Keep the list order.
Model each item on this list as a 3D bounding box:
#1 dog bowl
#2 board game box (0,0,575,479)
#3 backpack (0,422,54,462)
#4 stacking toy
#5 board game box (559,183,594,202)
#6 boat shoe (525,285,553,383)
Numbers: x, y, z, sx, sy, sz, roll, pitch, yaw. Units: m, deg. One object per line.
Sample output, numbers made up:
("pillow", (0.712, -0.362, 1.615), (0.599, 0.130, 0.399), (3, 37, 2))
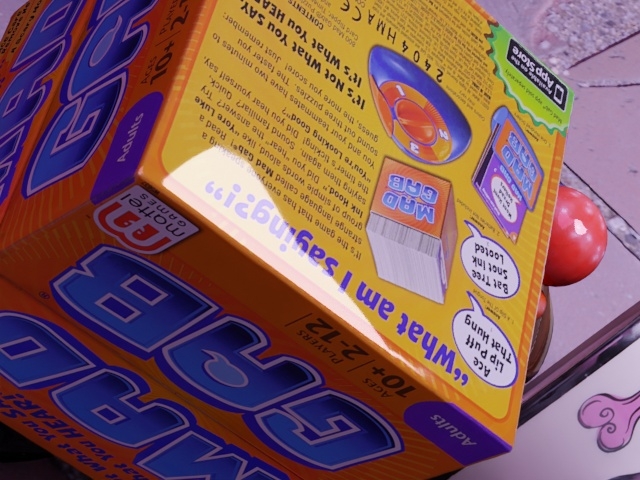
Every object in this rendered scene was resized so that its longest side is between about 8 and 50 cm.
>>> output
("dog bowl", (0.229, 0.176, 1.408), (0.408, 0.408, 0.150), (-33, 82, -34))
("board game box", (-0.067, -0.025, 1.325), (0.356, 0.356, 0.356), (38, 48, -27))
("backpack", (-0.196, 0.130, 1.477), (0.182, 0.152, 0.115), (-6, 88, -35))
("stacking toy", (0.119, 0.077, 1.498), (0.330, 0.141, 0.141), (-42, 64, 7))
("board game box", (0.188, 0.000, 1.759), (0.136, 0.035, 0.201), (29, 50, 10))
("boat shoe", (0.167, -0.009, 1.645), (0.122, 0.120, 0.324), (0, 47, 4))
